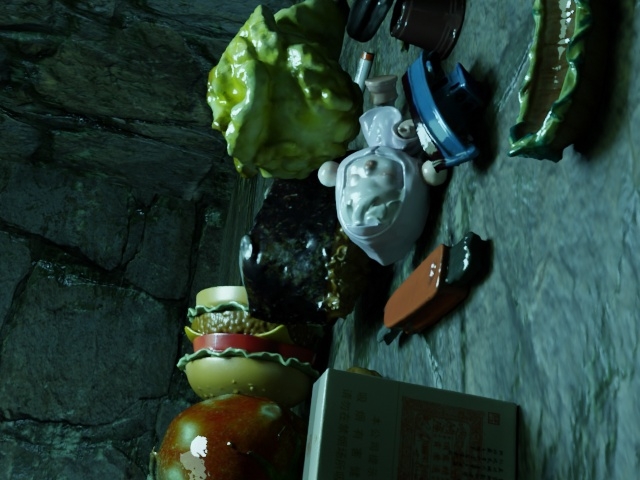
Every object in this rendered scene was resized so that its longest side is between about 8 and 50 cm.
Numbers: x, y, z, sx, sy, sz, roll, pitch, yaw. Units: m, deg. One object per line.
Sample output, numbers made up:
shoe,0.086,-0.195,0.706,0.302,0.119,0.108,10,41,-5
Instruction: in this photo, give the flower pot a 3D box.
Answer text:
flower pot,0.157,-0.337,1.448,0.111,0.089,0.111,-168,90,-79

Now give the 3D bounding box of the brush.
brush,0.130,0.076,1.238,0.323,0.051,0.070,122,155,-59

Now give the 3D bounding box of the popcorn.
popcorn,-0.056,-0.229,1.488,0.293,0.237,0.292,-13,-90,-78

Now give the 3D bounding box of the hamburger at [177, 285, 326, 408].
hamburger,-0.130,0.221,1.805,0.274,0.275,0.212,129,150,-66

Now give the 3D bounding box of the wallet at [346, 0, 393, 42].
wallet,0.142,-0.506,1.529,0.228,0.062,0.406,113,-179,-46

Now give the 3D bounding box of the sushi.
sushi,0.000,0.000,1.609,0.234,0.208,0.348,76,-154,-50

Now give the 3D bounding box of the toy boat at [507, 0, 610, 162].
toy boat,0.234,-0.220,0.945,0.108,0.099,0.292,149,125,-75

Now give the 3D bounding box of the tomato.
tomato,-0.141,0.394,1.563,0.239,0.303,0.303,8,85,34

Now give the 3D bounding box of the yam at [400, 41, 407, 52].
yam,0.149,-0.374,1.719,0.014,0.014,0.107,114,164,-46

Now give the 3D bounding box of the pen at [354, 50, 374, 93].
pen,0.071,-0.287,1.986,0.026,0.026,0.218,-108,32,-69

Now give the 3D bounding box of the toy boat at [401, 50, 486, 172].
toy boat,0.170,-0.172,1.242,0.097,0.100,0.223,-33,38,20

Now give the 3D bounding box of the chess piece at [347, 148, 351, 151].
chess piece,0.010,-0.146,1.894,0.301,0.137,0.137,-111,35,-76

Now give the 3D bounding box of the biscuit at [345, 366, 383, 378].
biscuit,0.032,0.365,1.387,0.314,0.063,0.367,-137,61,-81

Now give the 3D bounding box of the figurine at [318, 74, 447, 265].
figurine,0.100,-0.105,1.381,0.133,0.200,0.275,34,-117,-57

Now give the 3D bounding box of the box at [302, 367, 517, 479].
box,0.087,0.211,0.924,0.058,0.201,0.141,123,157,-61
